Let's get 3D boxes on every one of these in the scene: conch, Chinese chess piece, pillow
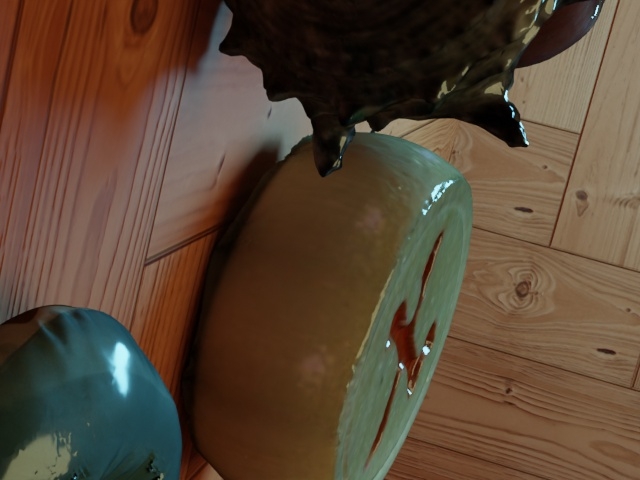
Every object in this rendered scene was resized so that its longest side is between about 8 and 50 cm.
[{"bbox_3d":[0.061,-0.191,0.801,0.313,0.186,0.240,-57,-140,21],"label":"conch"},{"bbox_3d":[0.016,0.072,1.113,0.338,0.141,0.338,-54,155,-40],"label":"Chinese chess piece"},{"bbox_3d":[-0.141,0.139,0.627,0.233,0.086,0.214,74,38,-69],"label":"pillow"}]

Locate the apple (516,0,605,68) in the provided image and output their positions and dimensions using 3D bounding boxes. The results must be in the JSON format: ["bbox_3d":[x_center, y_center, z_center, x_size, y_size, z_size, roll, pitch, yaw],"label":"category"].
[{"bbox_3d":[0.140,-0.290,1.090,0.306,0.235,0.305,14,90,-78],"label":"apple"}]

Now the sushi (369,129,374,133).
[{"bbox_3d":[0.000,0.000,1.316,0.210,0.040,0.192,-59,158,-49],"label":"sushi"}]
